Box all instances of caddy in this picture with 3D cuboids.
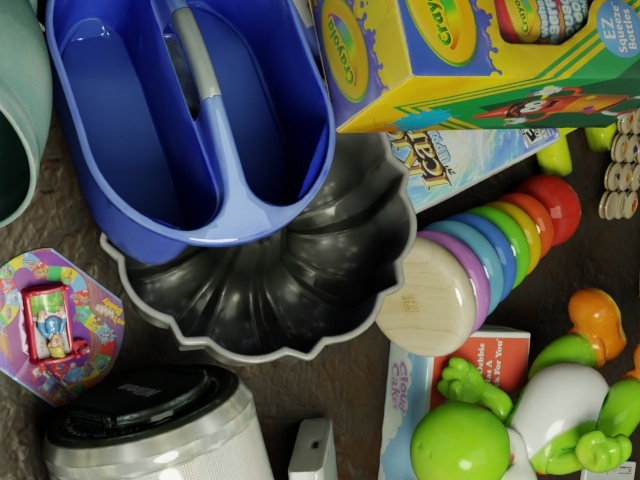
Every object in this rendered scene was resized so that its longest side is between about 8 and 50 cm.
[{"bbox_3d":[-0.127,-0.143,1.459,0.241,0.179,0.341,-16,74,-17],"label":"caddy"}]

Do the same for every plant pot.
[{"bbox_3d":[-0.366,-0.169,1.378,0.293,0.293,0.196,37,50,-29],"label":"plant pot"}]

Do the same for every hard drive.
[{"bbox_3d":[0.003,0.372,1.694,0.040,0.203,0.308,-5,99,5],"label":"hard drive"}]

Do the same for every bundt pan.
[{"bbox_3d":[-0.074,-0.014,1.587,0.330,0.124,0.331,5,68,-12],"label":"bundt pan"}]

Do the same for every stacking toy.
[{"bbox_3d":[0.196,0.009,1.786,0.330,0.141,0.141,-31,112,-46],"label":"stacking toy"}]

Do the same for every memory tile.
[{"bbox_3d":[0.391,-0.099,1.944,0.113,0.012,0.148,-1,104,-57],"label":"memory tile"}]

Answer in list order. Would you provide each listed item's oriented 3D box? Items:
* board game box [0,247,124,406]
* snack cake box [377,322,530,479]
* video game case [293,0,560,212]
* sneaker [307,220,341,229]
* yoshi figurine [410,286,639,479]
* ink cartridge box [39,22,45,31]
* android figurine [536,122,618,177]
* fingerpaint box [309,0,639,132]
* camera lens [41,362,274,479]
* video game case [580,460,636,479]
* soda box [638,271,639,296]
[{"bbox_3d":[-0.273,0.091,1.583,0.168,0.033,0.133,41,75,-28],"label":"board game box"},{"bbox_3d":[0.156,0.232,1.827,0.152,0.089,0.264,4,93,-30],"label":"snack cake box"},{"bbox_3d":[0.111,-0.182,1.715,0.244,0.061,0.270,-27,88,-29],"label":"video game case"},{"bbox_3d":[0.000,0.000,1.704,0.091,0.094,0.258,34,76,-29],"label":"sneaker"},{"bbox_3d":[0.235,0.199,1.721,0.362,0.203,0.203,-38,97,-19],"label":"yoshi figurine"},{"bbox_3d":[-0.327,-0.282,1.468,0.181,0.104,0.061,45,73,-28],"label":"ink cartridge box"},{"bbox_3d":[0.288,-0.221,1.876,0.248,0.056,0.273,-30,113,-24],"label":"android figurine"},{"bbox_3d":[0.163,-0.350,1.637,0.371,0.163,0.445,-3,74,-31],"label":"fingerpaint box"},{"bbox_3d":[-0.151,0.277,1.568,0.219,0.219,0.274,-21,106,-28],"label":"camera lens"},{"bbox_3d":[0.372,0.349,2.016,0.087,0.011,0.122,8,91,-32],"label":"video game case"},{"bbox_3d":[0.468,-0.028,1.997,0.069,0.074,0.216,-1,96,-31],"label":"soda box"}]
